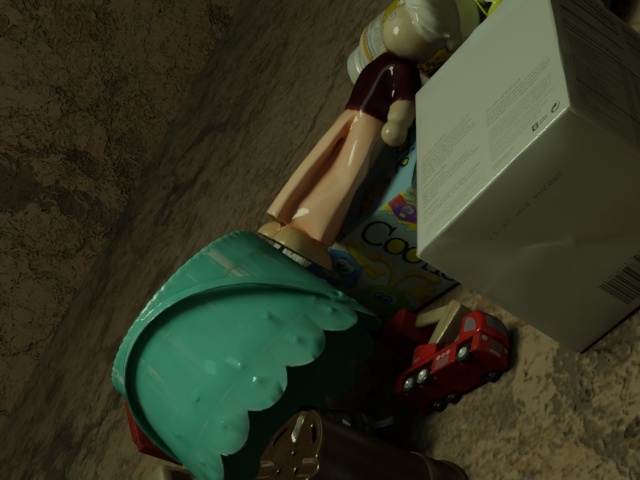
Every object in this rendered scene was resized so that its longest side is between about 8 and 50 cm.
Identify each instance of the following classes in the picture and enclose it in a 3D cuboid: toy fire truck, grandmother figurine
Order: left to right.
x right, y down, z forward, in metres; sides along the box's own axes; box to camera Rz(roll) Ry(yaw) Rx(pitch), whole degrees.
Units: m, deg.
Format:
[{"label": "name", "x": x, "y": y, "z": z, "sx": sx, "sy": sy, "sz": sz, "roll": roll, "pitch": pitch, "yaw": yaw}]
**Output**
[{"label": "grandmother figurine", "x": 0.054, "y": -0.136, "z": 1.324, "sx": 0.342, "sy": 0.104, "sz": 0.208, "roll": -61, "pitch": 27, "yaw": -3}, {"label": "toy fire truck", "x": 0.131, "y": 0.111, "z": 1.271, "sx": 0.192, "sy": 0.047, "sz": 0.135, "roll": -38, "pitch": 27, "yaw": 43}]

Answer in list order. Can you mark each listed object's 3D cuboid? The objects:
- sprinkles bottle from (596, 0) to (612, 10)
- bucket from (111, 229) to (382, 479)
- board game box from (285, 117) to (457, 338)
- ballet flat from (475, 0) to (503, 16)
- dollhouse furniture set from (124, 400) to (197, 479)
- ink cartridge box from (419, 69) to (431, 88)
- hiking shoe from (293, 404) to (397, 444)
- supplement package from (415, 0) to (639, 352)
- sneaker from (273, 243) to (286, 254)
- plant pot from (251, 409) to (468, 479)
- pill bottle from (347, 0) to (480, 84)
[{"label": "sprinkles bottle", "x": 0.331, "y": -0.385, "z": 1.413, "sx": 0.121, "sy": 0.121, "sz": 0.355, "roll": -11, "pitch": 50, "yaw": 64}, {"label": "bucket", "x": -0.087, "y": 0.136, "z": 1.329, "sx": 0.281, "sy": 0.183, "sz": 0.281, "roll": -46, "pitch": -18, "yaw": -19}, {"label": "board game box", "x": 0.089, "y": -0.013, "z": 1.415, "sx": 0.275, "sy": 0.142, "sz": 0.144, "roll": -39, "pitch": 26, "yaw": 44}, {"label": "ballet flat", "x": 0.242, "y": -0.346, "z": 1.632, "sx": 0.077, "sy": 0.077, "sz": 0.231, "roll": -52, "pitch": 20, "yaw": 21}, {"label": "dollhouse furniture set", "x": -0.115, "y": 0.285, "z": 1.526, "sx": 0.201, "sy": 0.152, "sz": 0.374, "roll": -49, "pitch": 39, "yaw": 24}, {"label": "ink cartridge box", "x": 0.132, "y": -0.194, "z": 1.615, "sx": 0.067, "sy": 0.115, "sz": 0.198, "roll": -57, "pitch": 20, "yaw": 8}, {"label": "hiking shoe", "x": 0.020, "y": 0.250, "z": 1.291, "sx": 0.227, "sy": 0.114, "sz": 0.086, "roll": 104, "pitch": 165, "yaw": -60}, {"label": "supplement package", "x": 0.224, "y": -0.082, "z": 1.106, "sx": 0.199, "sy": 0.198, "sz": 0.263, "roll": -46, "pitch": 23, "yaw": 33}, {"label": "sneaker", "x": 0.000, "y": 0.000, "z": 1.724, "sx": 0.094, "sy": 0.090, "sz": 0.235, "roll": 1, "pitch": 49, "yaw": 35}, {"label": "plant pot", "x": 0.029, "y": 0.252, "z": 1.136, "sx": 0.167, "sy": 0.165, "sz": 0.167, "roll": -48, "pitch": 21, "yaw": 26}, {"label": "pill bottle", "x": 0.132, "y": -0.298, "z": 1.769, "sx": 0.208, "sy": 0.117, "sz": 0.118, "roll": -34, "pitch": 31, "yaw": 49}]
